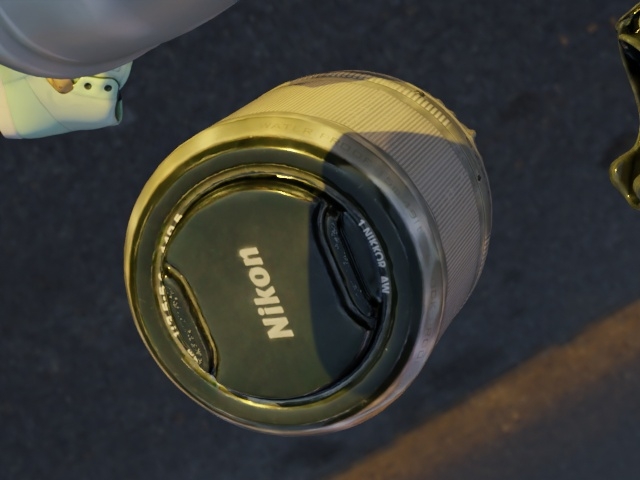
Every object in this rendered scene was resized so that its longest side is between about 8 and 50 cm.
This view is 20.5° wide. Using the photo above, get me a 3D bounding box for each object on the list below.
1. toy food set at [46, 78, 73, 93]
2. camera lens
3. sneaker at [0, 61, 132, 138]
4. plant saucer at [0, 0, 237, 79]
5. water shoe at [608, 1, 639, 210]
[{"bbox_3d":[-0.191,-0.133,1.142,0.020,0.082,0.083,-46,163,-6],"label":"toy food set"},{"bbox_3d":[0.000,0.000,1.255,0.219,0.219,0.274,-42,-179,21],"label":"camera lens"},{"bbox_3d":[-0.268,-0.211,1.779,0.151,0.094,0.256,-3,138,5],"label":"sneaker"},{"bbox_3d":[-0.023,-0.244,0.767,0.400,0.100,0.400,-55,160,-31],"label":"plant saucer"},{"bbox_3d":[0.186,-0.109,0.852,0.080,0.073,0.203,-1,102,-18],"label":"water shoe"}]
